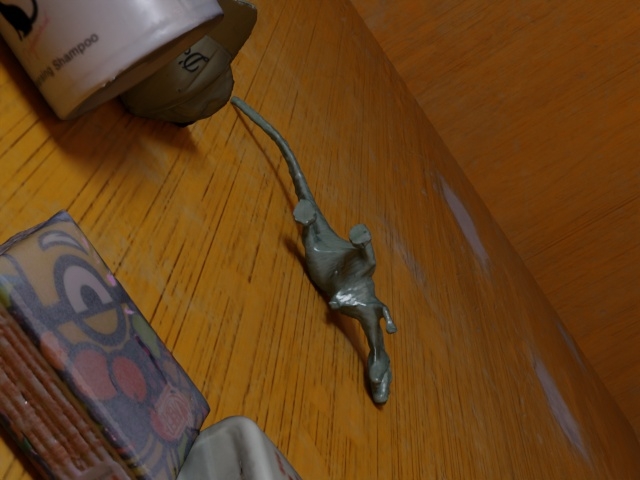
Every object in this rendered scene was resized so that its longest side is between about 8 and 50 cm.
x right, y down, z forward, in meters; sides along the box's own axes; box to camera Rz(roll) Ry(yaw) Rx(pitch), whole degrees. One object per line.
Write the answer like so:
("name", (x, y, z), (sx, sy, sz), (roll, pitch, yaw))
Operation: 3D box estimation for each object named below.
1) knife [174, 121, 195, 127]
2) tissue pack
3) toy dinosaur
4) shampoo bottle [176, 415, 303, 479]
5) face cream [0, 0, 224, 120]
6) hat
("knife", (-0.155, -0.146, 0.935), (0.121, 0.018, 0.031), (48, 25, -31))
("tissue pack", (-0.127, 0.064, 0.539), (0.148, 0.060, 0.108), (55, 17, -9))
("toy dinosaur", (0.005, -0.020, 1.056), (0.129, 0.076, 0.383), (112, -40, -68))
("shampoo bottle", (0.011, 0.235, 0.610), (0.284, 0.071, 0.153), (54, 5, -34))
("face cream", (-0.228, -0.273, 0.718), (0.369, 0.145, 0.145), (55, 15, -7))
("hat", (-0.111, -0.153, 0.853), (0.122, 0.166, 0.081), (26, 52, -22))
